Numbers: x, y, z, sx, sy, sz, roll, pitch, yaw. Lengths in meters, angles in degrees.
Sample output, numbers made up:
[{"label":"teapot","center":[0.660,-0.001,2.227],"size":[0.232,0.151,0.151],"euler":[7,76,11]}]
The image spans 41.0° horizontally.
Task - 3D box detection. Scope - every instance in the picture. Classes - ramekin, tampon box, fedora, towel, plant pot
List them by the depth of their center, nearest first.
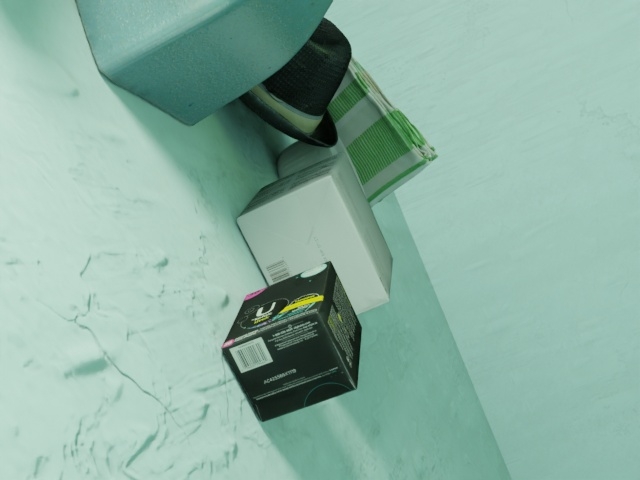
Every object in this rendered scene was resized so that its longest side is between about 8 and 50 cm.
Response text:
[{"label":"tampon box","center":[-0.027,0.112,0.994],"size":[0.161,0.120,0.101],"euler":[-76,142,-71]},{"label":"plant pot","center":[-0.132,-0.322,1.022],"size":[0.248,0.252,0.247],"euler":[23,45,-74]},{"label":"fedora","center":[-0.046,-0.303,1.391],"size":[0.334,0.152,0.334],"euler":[38,21,-18]},{"label":"ramekin","center":[0.005,-0.096,1.548],"size":[0.207,0.109,0.207],"euler":[-23,90,-79]},{"label":"towel","center":[0.047,-0.225,1.603],"size":[0.325,0.248,0.038],"euler":[49,58,-2]}]

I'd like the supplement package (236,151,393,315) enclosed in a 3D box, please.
[{"label":"supplement package","center":[0.000,0.000,1.248],"size":[0.203,0.149,0.194],"euler":[-68,134,-74]}]
